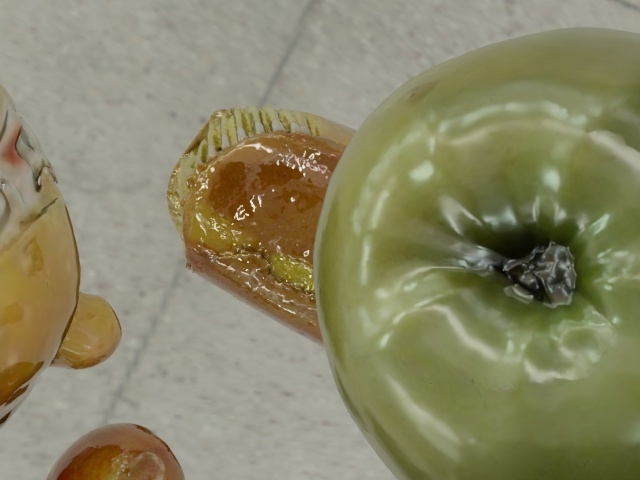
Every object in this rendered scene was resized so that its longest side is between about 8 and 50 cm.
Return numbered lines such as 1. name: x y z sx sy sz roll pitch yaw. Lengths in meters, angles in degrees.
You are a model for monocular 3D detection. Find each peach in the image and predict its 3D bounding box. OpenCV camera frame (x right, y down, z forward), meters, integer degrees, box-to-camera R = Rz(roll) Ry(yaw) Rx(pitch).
1. peach: -0.132 0.168 1.205 0.100 0.101 0.101 -3 82 21

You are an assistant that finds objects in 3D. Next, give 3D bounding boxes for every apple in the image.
1. apple: 0.127 0.027 0.843 0.262 0.262 0.262 -3 82 21

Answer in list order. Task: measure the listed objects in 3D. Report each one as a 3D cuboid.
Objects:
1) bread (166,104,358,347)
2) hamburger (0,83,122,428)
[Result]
1. bread: 0.000 0.000 1.738 0.288 0.156 0.204 27 110 -16
2. hamburger: -0.257 0.029 1.144 0.276 0.276 0.237 -35 101 14
